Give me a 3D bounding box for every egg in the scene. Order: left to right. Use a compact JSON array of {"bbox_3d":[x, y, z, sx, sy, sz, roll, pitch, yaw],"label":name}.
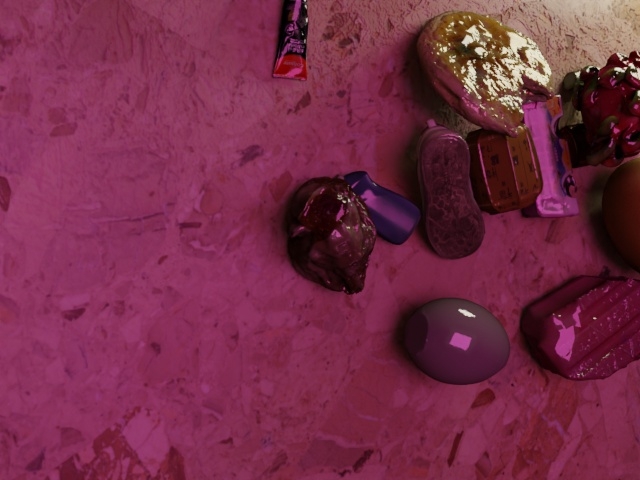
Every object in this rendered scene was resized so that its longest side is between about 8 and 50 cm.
[{"bbox_3d":[0.284,0.209,1.548,0.232,0.176,0.176,22,81,-28],"label":"egg"},{"bbox_3d":[0.786,-0.047,1.730,0.322,0.250,0.250,46,72,-9],"label":"egg"}]

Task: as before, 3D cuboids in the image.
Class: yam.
[{"bbox_3d":[0.613,-0.381,1.774,0.094,0.043,0.043,-16,95,-23],"label":"yam"}]

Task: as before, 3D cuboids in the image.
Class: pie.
[{"bbox_3d":[0.336,-0.360,1.566,0.338,0.075,0.337,13,54,-18],"label":"pie"}]

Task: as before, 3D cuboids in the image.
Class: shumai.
[{"bbox_3d":[-0.003,-0.003,1.416,0.185,0.184,0.218,-15,118,-58],"label":"shumai"}]

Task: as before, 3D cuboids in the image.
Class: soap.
[{"bbox_3d":[0.619,0.198,1.720,0.325,0.127,0.220,-28,99,-21],"label":"soap"}]

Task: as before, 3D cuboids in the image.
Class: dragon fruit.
[{"bbox_3d":[0.664,-0.286,1.660,0.218,0.198,0.272,46,36,-55],"label":"dragon fruit"}]

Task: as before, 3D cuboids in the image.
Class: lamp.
[{"bbox_3d":[0.387,-0.155,1.613,0.161,0.161,0.184,-20,98,-23],"label":"lamp"}]

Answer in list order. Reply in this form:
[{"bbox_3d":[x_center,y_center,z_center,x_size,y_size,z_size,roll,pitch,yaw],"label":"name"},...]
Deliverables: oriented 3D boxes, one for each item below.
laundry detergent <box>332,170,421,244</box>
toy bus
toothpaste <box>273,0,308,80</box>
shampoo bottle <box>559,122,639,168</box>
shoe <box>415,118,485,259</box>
[{"bbox_3d":[0.102,-0.076,1.536,0.206,0.061,0.096,31,89,-19],"label":"laundry detergent"},{"bbox_3d":[0.498,-0.181,1.695,0.112,0.090,0.273,-12,94,-17],"label":"toy bus"},{"bbox_3d":[-0.051,-0.413,1.487,0.071,0.045,0.193,4,93,-23],"label":"toothpaste"},{"bbox_3d":[0.686,-0.238,1.791,0.260,0.064,0.102,-11,85,-24],"label":"shampoo bottle"},{"bbox_3d":[0.259,-0.117,1.582,0.124,0.159,0.316,-12,128,1],"label":"shoe"}]
